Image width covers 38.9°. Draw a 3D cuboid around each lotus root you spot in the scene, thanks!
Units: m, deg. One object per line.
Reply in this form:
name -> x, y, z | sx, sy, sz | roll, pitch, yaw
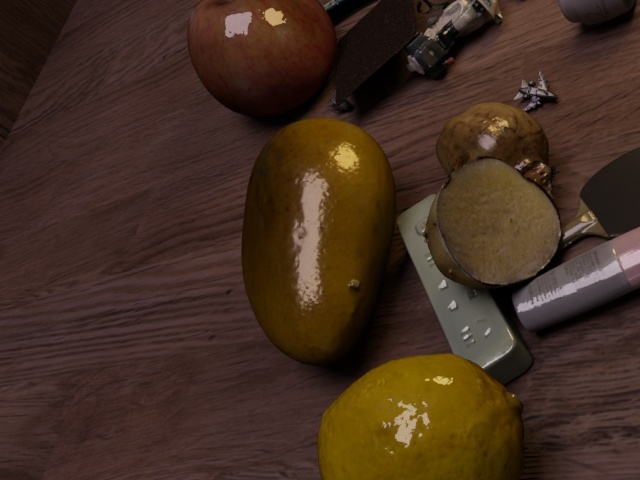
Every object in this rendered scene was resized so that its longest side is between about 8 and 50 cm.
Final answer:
lotus root -> 0.260, -0.136, 1.403 | 0.154, 0.140, 0.257 | -44, 30, -4

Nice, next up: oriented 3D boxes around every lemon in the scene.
lemon -> 0.119, 0.258, 1.118 | 0.288, 0.233, 0.234 | -36, 38, 22

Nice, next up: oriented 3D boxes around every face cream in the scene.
face cream -> 0.354, 0.055, 1.202 | 0.198, 0.057, 0.084 | -28, 41, 23
face cream -> 0.449, -0.412, 1.474 | 0.104, 0.117, 0.117 | 0, 58, 37

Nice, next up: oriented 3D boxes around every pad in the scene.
pad -> 0.110, -0.412, 1.845 | 0.220, 0.004, 0.330 | -39, 25, 26

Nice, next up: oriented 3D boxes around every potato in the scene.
potato -> 0.225, -0.012, 1.280 | 0.202, 0.182, 0.117 | -29, -5, -30

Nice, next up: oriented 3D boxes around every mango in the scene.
mango -> 0.000, 0.000, 1.485 | 0.301, 0.220, 0.445 | -33, 48, 34

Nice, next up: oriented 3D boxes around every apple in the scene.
apple -> -0.137, -0.434, 1.971 | 0.344, 0.269, 0.345 | -28, 40, 26

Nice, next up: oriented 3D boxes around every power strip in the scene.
power strip -> 0.200, 0.059, 1.352 | 0.091, 0.062, 0.385 | -35, 39, 13

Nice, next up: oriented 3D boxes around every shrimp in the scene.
shrimp -> 0.034, -0.282, 1.864 | 0.038, 0.029, 0.092 | -51, 30, 11

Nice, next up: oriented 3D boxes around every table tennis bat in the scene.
table tennis bat -> 0.403, -0.045, 1.271 | 0.246, 0.022, 0.138 | -36, 38, 15

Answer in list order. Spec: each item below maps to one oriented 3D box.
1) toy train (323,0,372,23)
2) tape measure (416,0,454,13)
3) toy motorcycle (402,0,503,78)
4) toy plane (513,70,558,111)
toy train -> 0.064, -0.537, 2.045 | 0.207, 0.043, 0.047 | -24, 40, 30
tape measure -> 0.257, -0.480, 1.736 | 0.107, 0.104, 0.180 | -6, 44, 38
toy motorcycle -> 0.252, -0.401, 1.692 | 0.221, 0.102, 0.150 | -46, 15, -1
toy plane -> 0.355, -0.242, 1.490 | 0.083, 0.031, 0.079 | 26, 93, 55
